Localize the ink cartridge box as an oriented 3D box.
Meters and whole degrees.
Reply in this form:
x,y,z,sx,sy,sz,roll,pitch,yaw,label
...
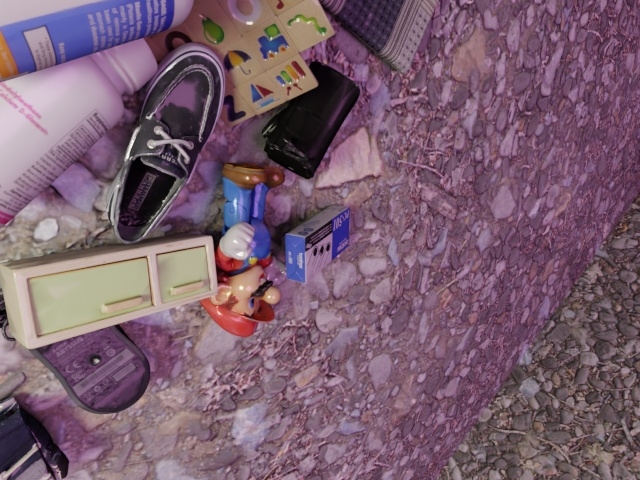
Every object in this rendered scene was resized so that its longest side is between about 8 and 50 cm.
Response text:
x,y,z,sx,sy,sz,roll,pitch,yaw,label
0.000,0.000,0.884,0.207,0.046,0.097,-38,133,-55,ink cartridge box

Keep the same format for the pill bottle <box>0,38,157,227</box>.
x,y,z,sx,sy,sz,roll,pitch,yaw,label
-0.344,-0.163,0.501,0.283,0.160,0.160,-50,132,-14,pill bottle

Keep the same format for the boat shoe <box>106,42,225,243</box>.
x,y,z,sx,sy,sz,roll,pitch,yaw,label
-0.221,-0.128,0.607,0.108,0.102,0.301,25,108,-35,boat shoe

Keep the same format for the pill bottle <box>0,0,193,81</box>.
x,y,z,sx,sy,sz,roll,pitch,yaw,label
-0.216,-0.261,0.394,0.272,0.152,0.152,-34,127,-26,pill bottle

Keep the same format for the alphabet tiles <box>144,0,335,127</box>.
x,y,z,sx,sy,sz,roll,pitch,yaw,label
-0.160,-0.305,0.556,0.342,0.286,0.011,49,34,-42,alphabet tiles

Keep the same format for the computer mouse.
x,y,z,sx,sy,sz,roll,pitch,yaw,label
-0.373,0.155,0.683,0.189,0.072,0.271,-33,116,-27,computer mouse

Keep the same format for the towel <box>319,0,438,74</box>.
x,y,z,sx,sy,sz,roll,pitch,yaw,label
0.135,-0.547,0.827,0.313,0.056,0.323,20,97,-40,towel

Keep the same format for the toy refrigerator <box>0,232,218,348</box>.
x,y,z,sx,sy,sz,roll,pitch,yaw,label
-0.289,0.059,0.624,0.270,0.094,0.102,-13,103,-46,toy refrigerator

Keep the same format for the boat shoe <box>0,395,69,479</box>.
x,y,z,sx,sy,sz,roll,pitch,yaw,label
-0.557,0.357,0.587,0.341,0.127,0.157,-27,118,-38,boat shoe

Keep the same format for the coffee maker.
x,y,z,sx,sy,sz,roll,pitch,yaw,label
-0.008,-0.211,0.758,0.120,0.171,0.178,30,86,-27,coffee maker

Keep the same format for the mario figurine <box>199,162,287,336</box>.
x,y,z,sx,sy,sz,roll,pitch,yaw,label
-0.110,0.028,0.776,0.198,0.170,0.319,-2,108,-37,mario figurine
